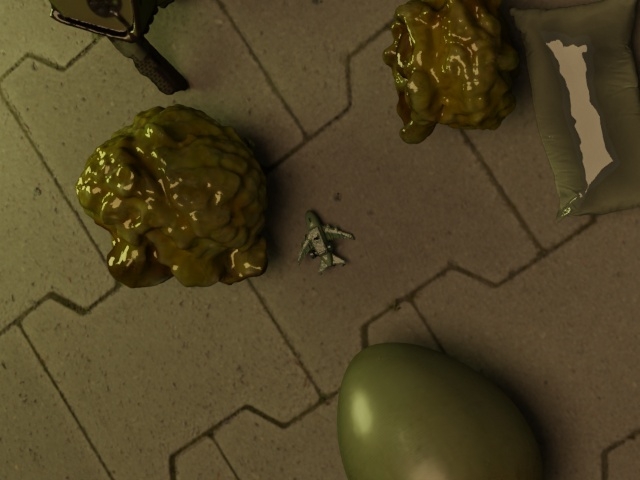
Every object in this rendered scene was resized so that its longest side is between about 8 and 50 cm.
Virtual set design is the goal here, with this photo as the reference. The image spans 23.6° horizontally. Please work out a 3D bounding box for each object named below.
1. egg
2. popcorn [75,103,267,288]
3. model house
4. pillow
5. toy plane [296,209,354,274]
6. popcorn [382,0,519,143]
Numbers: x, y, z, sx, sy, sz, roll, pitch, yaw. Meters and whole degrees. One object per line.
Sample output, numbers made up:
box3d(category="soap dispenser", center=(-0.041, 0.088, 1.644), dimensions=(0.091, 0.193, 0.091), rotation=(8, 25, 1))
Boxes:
box3d(category="egg", center=(0.130, 0.246, 1.802), dimensions=(0.295, 0.218, 0.218), rotation=(49, 117, 24))
box3d(category="popcorn", center=(-0.174, -0.041, 1.925), dimensions=(0.237, 0.206, 0.251), rotation=(-29, 102, 12))
box3d(category="model house", center=(-0.213, -0.331, 1.931), dimensions=(0.218, 0.205, 0.278), rotation=(-32, 113, 29))
box3d(category="pillow", center=(0.310, -0.153, 1.720), dimensions=(0.144, 0.078, 0.254), rotation=(-12, 93, 18))
box3d(category="toy plane", center=(-0.001, 0.000, 1.930), dimensions=(0.080, 0.033, 0.083), rotation=(-25, 86, 17))
box3d(category="popcorn", center=(0.146, -0.209, 1.733), dimensions=(0.156, 0.197, 0.197), rotation=(-3, 98, 7))
